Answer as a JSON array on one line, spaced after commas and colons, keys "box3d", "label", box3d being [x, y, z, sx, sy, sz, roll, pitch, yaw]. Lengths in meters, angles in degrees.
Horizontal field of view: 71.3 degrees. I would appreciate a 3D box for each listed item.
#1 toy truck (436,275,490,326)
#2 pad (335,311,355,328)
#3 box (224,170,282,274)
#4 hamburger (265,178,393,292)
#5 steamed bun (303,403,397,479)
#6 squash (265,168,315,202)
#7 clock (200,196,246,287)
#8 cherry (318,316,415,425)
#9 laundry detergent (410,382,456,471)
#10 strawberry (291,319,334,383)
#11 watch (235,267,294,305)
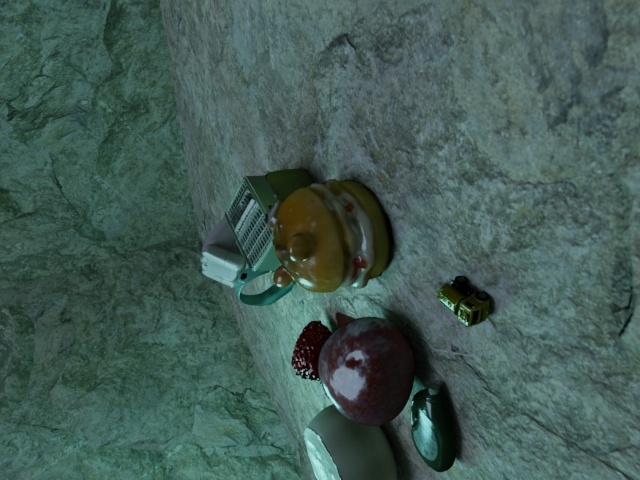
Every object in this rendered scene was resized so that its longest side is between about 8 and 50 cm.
[{"box3d": [0.244, 0.105, 0.755, 0.083, 0.054, 0.049, 45, 147, 47], "label": "toy truck"}, {"box3d": [0.118, 0.309, 1.298, 0.267, 0.004, 0.181, 1, 109, 67], "label": "pad"}, {"box3d": [-0.160, -0.055, 1.388, 0.220, 0.166, 0.290, -52, 55, 35], "label": "box"}, {"box3d": [0.000, 0.000, 1.020, 0.276, 0.237, 0.276, 45, 145, 46], "label": "hamburger"}, {"box3d": [0.101, 0.649, 1.341, 0.324, 0.206, 0.324, 45, 144, 45], "label": "steamed bun"}, {"box3d": [-0.089, -0.120, 1.251, 0.236, 0.155, 0.204, 59, 154, 26], "label": "squash"}, {"box3d": [-0.318, -0.017, 1.714, 0.184, 0.325, 0.342, 30, 155, -9], "label": "clock"}, {"box3d": [0.106, 0.304, 1.046, 0.236, 0.213, 0.285, 37, 120, 25], "label": "cherry"}, {"box3d": [0.243, 0.395, 0.987, 0.137, 0.063, 0.210, -135, 33, -60], "label": "laundry detergent"}, {"box3d": [-0.012, 0.355, 1.431, 0.184, 0.187, 0.201, -23, 67, 35], "label": "strawberry"}, {"box3d": [-0.197, 0.152, 1.660, 0.195, 0.237, 0.068, 52, -172, -47], "label": "watch"}]
